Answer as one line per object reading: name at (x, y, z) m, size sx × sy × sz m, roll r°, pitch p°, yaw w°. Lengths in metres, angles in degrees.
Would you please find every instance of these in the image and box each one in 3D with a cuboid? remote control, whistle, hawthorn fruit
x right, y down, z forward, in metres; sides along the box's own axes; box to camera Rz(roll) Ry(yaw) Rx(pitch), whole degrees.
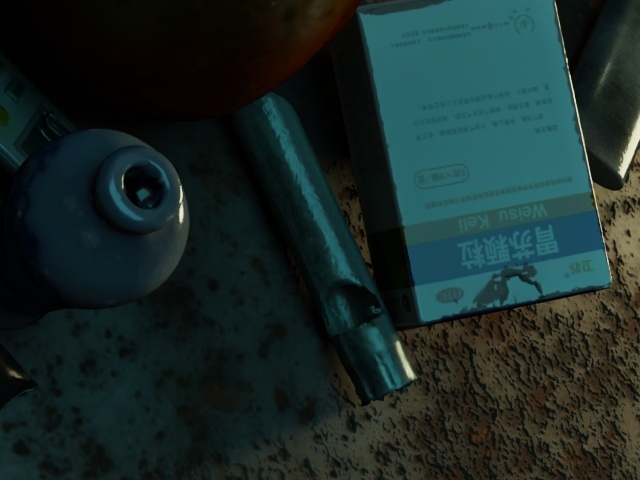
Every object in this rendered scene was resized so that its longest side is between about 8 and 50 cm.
remote control at (-0.306, -0.139, 1.464) m, size 0.293 × 0.051 × 0.103 m, roll 43°, pitch 30°, yaw -15°
whistle at (0.000, 0.000, 1.621) m, size 0.062 × 0.062 × 0.312 m, roll -23°, pitch 87°, yaw -37°
remote control at (0.348, -0.228, 1.942) m, size 0.107 × 0.044 × 0.377 m, roll 40°, pitch 57°, yaw -22°
hawthorn fruit at (-0.101, -0.315, 1.459) m, size 0.403 × 0.403 × 0.403 m, roll 11°, pitch 69°, yaw -31°

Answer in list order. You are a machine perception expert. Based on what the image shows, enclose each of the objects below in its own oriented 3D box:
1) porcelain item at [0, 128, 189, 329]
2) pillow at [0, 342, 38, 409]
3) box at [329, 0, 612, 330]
porcelain item at (-0.193, -0.002, 1.370) m, size 0.141 × 0.259 × 0.141 m, roll 11°, pitch 68°, yaw -29°
pillow at (-0.298, 0.084, 1.401) m, size 0.090 × 0.048 × 0.150 m, roll -42°, pitch 96°, yaw -29°
box at (0.137, -0.080, 1.659) m, size 0.200 × 0.106 × 0.299 m, roll -11°, pitch 87°, yaw -18°
